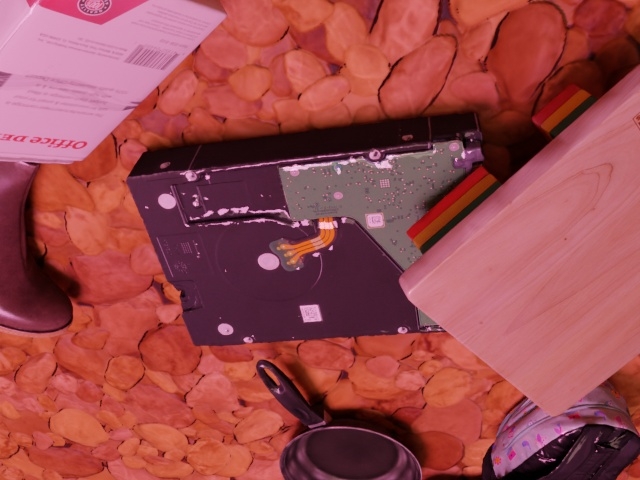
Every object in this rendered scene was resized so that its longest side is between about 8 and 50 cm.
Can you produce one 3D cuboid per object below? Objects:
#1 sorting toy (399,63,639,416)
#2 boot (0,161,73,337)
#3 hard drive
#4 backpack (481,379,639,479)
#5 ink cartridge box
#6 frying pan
[{"bbox_3d":[0.230,0.004,0.605,0.257,0.089,0.255,-43,123,12],"label":"sorting toy"},{"bbox_3d":[-0.343,-0.012,0.710,0.248,0.090,0.207,38,125,-16],"label":"boot"},{"bbox_3d":[0.000,0.000,0.695,0.339,0.064,0.236,-5,126,12],"label":"hard drive"},{"bbox_3d":[0.295,0.247,0.813,0.152,0.115,0.182,15,127,-19],"label":"backpack"},{"bbox_3d":[-0.210,-0.159,0.535,0.218,0.159,0.092,-36,74,27],"label":"ink cartridge box"},{"bbox_3d":[-0.007,0.277,0.912,0.326,0.053,0.197,37,123,-18],"label":"frying pan"}]
